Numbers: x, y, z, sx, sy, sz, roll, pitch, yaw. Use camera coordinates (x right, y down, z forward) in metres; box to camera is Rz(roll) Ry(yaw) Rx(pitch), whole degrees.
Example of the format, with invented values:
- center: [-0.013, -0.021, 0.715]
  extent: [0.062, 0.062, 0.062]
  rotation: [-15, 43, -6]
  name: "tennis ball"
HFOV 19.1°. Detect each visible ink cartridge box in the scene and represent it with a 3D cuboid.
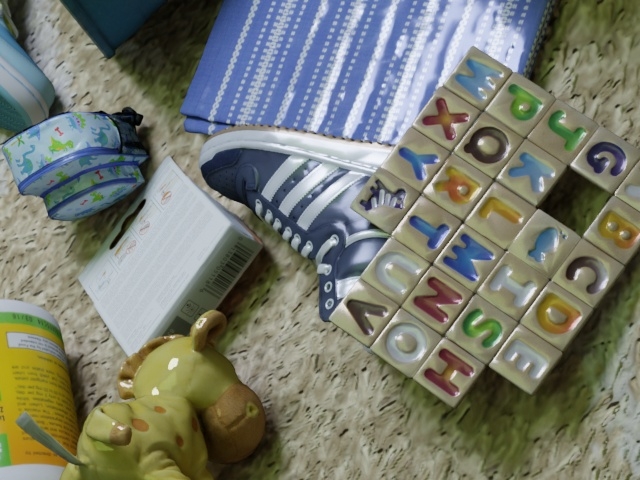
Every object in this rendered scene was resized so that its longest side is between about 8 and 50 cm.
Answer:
- center: [-0.133, 0.021, 1.638]
  extent: [0.145, 0.045, 0.179]
  rotation: [-53, 29, 5]
  name: "ink cartridge box"

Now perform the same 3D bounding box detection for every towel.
- center: [0.046, -0.181, 1.595]
  extent: [0.336, 0.040, 0.243]
  rotation: [11, 76, 37]
  name: "towel"

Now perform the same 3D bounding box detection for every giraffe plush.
- center: [-0.118, 0.155, 1.503]
  extent: [0.181, 0.210, 0.170]
  rotation: [-19, 26, 46]
  name: "giraffe plush"

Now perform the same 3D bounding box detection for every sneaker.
- center: [-0.325, -0.261, 1.842]
  extent: [0.319, 0.127, 0.208]
  rotation: [42, 70, 16]
  name: "sneaker"
- center: [0.000, 0.000, 1.505]
  extent: [0.282, 0.099, 0.153]
  rotation: [9, 75, 35]
  name: "sneaker"

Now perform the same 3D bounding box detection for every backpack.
- center: [-0.216, -0.068, 1.681]
  extent: [0.105, 0.114, 0.084]
  rotation: [-27, 75, 23]
  name: "backpack"

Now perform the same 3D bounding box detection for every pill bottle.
- center: [-0.268, 0.185, 1.598]
  extent: [0.136, 0.136, 0.246]
  rotation: [-30, 56, 23]
  name: "pill bottle"

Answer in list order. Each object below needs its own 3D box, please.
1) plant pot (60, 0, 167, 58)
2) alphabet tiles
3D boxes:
- center: [-0.174, -0.346, 1.690]
  extent: [0.255, 0.272, 0.272]
  rotation: [-38, 52, -1]
  name: "plant pot"
- center: [0.122, -0.003, 1.402]
  extent: [0.198, 0.009, 0.237]
  rotation: [35, 82, 19]
  name: "alphabet tiles"
